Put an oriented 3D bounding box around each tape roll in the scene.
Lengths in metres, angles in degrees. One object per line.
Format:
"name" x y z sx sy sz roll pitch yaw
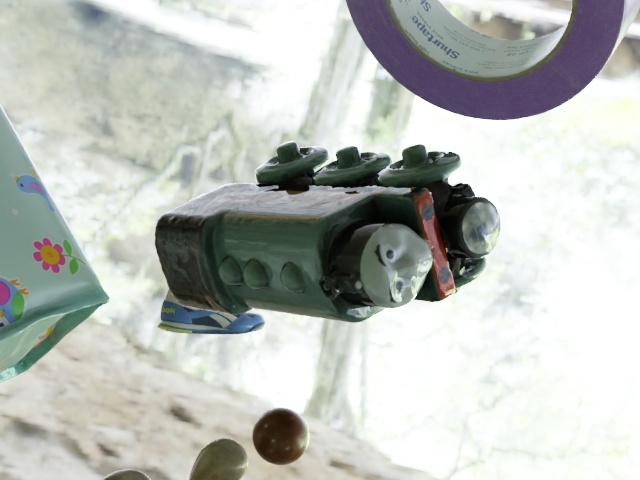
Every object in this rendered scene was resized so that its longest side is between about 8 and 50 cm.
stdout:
"tape roll" 0.160 -0.253 1.166 0.275 0.275 0.090 14 -141 23

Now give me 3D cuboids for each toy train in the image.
"toy train" 0.000 0.000 1.126 0.190 0.142 0.334 -28 -159 -35

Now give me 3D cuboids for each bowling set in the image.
"bowling set" -0.067 0.266 1.143 0.287 0.154 0.200 35 -136 0

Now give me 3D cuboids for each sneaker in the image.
"sneaker" -0.131 0.088 1.550 0.144 0.059 0.053 6 172 -32

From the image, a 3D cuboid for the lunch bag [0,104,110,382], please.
"lunch bag" -0.299 0.008 0.761 0.262 0.223 0.160 -22 170 -48
